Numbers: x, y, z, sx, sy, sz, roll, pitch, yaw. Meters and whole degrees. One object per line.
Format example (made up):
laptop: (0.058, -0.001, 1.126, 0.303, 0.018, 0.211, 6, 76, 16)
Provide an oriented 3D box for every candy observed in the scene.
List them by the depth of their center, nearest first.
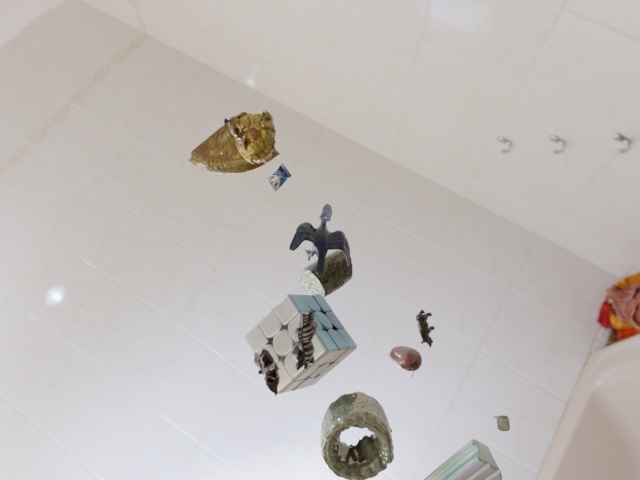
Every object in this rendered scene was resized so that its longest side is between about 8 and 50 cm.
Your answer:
candy: (-0.218, -0.330, 2.545, 0.136, 0.088, 0.038, -41, -7, 29)

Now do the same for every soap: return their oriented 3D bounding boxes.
soap: (0.489, 0.821, 1.650, 0.289, 0.173, 0.095, -52, 15, 22)

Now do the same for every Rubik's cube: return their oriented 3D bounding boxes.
Rubik's cube: (-0.079, 0.421, 2.015, 0.291, 0.290, 0.291, -45, -26, 17)

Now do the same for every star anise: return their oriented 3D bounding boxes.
star anise: (-0.149, 0.345, 1.322, 0.056, 0.129, 0.124, -18, -53, -25)

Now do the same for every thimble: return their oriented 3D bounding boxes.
thimble: (0.142, 0.748, 1.846, 0.291, 0.291, 0.195, -62, 5, 10)

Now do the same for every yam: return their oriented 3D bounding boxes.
yam: (0.051, 0.190, 2.706, 0.271, 0.201, 0.202, -36, -21, -31)

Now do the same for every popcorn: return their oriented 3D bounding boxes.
popcorn: (-0.224, -0.360, 1.674, 0.163, 0.194, 0.140, -30, -21, -19)

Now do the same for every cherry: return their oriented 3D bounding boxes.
cherry: (0.317, 0.436, 1.800, 0.087, 0.126, 0.106, -61, -26, 3)

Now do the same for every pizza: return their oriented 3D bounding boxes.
pizza: (-0.332, -0.322, 1.842, 0.268, 0.258, 0.087, -41, -29, -14)

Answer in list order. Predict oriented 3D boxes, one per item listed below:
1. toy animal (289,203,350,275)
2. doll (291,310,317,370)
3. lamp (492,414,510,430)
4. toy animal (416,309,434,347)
toy animal: (0.000, 0.000, 1.707, 0.255, 0.239, 0.176, -102, 29, -46)
doll: (-0.053, 0.341, 1.643, 0.091, 0.067, 0.219, -16, -62, -45)
lamp: (0.646, 0.647, 1.724, 0.198, 0.050, 0.056, 43, -133, -59)
toy animal: (0.371, 0.317, 1.715, 0.065, 0.047, 0.136, -27, -72, -50)
